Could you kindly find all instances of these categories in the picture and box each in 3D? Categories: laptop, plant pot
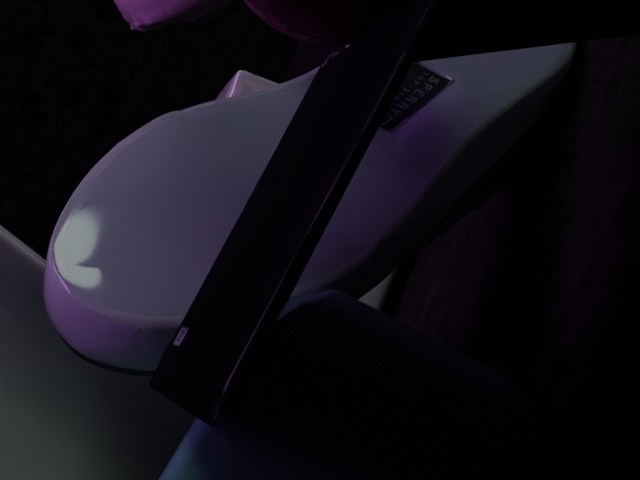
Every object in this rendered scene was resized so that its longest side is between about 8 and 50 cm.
[{"bbox_3d":[0.067,-0.024,0.712,0.234,0.264,0.136,175,88,-80],"label":"laptop"},{"bbox_3d":[0.002,0.137,0.772,0.165,0.165,0.234,-62,2,35],"label":"plant pot"}]

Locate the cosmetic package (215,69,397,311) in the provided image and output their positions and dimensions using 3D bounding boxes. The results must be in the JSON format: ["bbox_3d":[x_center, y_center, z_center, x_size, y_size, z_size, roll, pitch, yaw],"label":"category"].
[{"bbox_3d":[-0.069,0.094,1.317,0.217,0.156,0.385,151,139,-80],"label":"cosmetic package"}]

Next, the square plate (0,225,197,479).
[{"bbox_3d":[-0.118,0.177,0.813,0.049,0.344,0.347,-32,29,34],"label":"square plate"}]

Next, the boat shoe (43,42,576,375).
[{"bbox_3d":[-0.006,-0.005,0.981,0.367,0.136,0.156,-40,-26,-44],"label":"boat shoe"}]

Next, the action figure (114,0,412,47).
[{"bbox_3d":[0.024,-0.159,0.768,0.370,0.248,0.275,90,169,-71],"label":"action figure"}]
